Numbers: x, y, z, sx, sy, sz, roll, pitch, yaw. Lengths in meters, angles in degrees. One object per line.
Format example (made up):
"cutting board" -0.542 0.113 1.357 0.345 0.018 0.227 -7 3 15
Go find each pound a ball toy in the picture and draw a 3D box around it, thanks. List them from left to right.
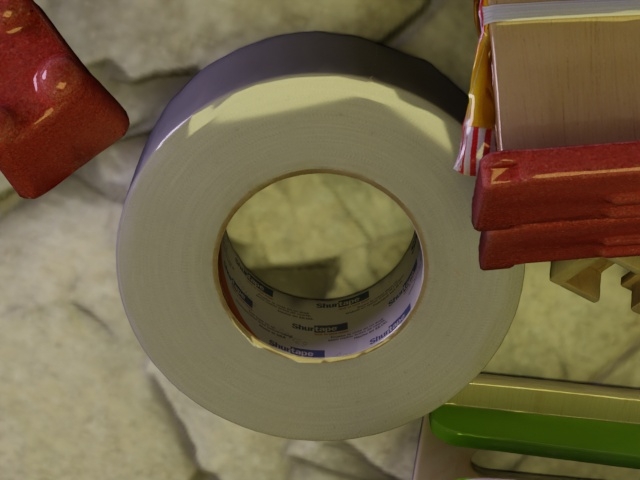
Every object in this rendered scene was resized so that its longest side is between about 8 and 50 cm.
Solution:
"pound a ball toy" 0.169 0.190 0.862 0.319 0.208 0.136 5 115 -3

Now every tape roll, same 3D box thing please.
"tape roll" 0.000 0.000 0.846 0.219 0.072 0.219 0 115 0

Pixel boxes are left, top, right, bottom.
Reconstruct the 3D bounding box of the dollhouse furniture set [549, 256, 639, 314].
"dollhouse furniture set" 0.246 -0.013 0.850 0.182 0.101 0.161 26 143 -21

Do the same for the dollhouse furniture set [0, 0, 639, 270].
"dollhouse furniture set" -0.004 -0.096 0.711 0.374 0.152 0.201 -3 75 6
